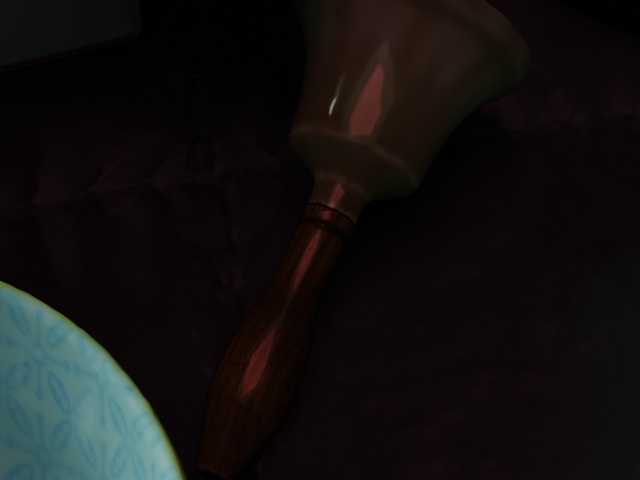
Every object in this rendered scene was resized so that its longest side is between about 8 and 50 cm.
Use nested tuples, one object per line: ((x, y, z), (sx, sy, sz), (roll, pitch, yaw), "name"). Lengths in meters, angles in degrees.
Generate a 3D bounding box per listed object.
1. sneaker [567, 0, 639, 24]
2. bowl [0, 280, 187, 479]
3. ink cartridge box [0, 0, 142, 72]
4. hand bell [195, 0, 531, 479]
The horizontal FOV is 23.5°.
((0.136, -0.236, 0.849), (0.130, 0.109, 0.286), (-30, 64, -23), "sneaker")
((-0.181, 0.163, 0.579), (0.289, 0.156, 0.289), (-1, 59, 1), "bowl")
((-0.280, -0.268, 0.839), (0.279, 0.160, 0.384), (-16, 61, -8), "ink cartridge box")
((0.000, 0.000, 0.720), (0.126, 0.126, 0.242), (19, 73, 12), "hand bell")
